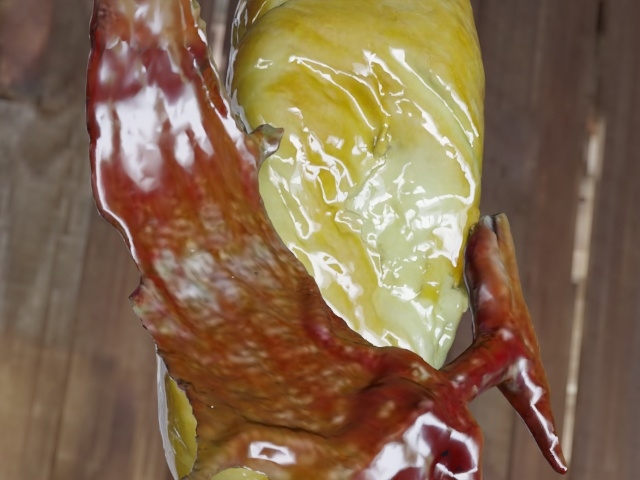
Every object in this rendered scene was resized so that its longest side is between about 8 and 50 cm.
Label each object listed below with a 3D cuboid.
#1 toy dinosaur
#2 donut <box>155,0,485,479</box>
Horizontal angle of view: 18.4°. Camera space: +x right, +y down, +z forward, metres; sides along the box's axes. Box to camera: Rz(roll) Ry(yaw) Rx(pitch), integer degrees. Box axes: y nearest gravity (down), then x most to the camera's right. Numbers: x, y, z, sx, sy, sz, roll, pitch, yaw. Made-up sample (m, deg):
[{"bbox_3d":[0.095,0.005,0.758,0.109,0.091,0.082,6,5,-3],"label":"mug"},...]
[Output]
[{"bbox_3d":[0.044,0.053,0.584,0.206,0.327,0.113,3,143,-41],"label":"toy dinosaur"},{"bbox_3d":[0.000,0.000,1.149,0.170,0.360,0.360,7,165,-2],"label":"donut"}]
